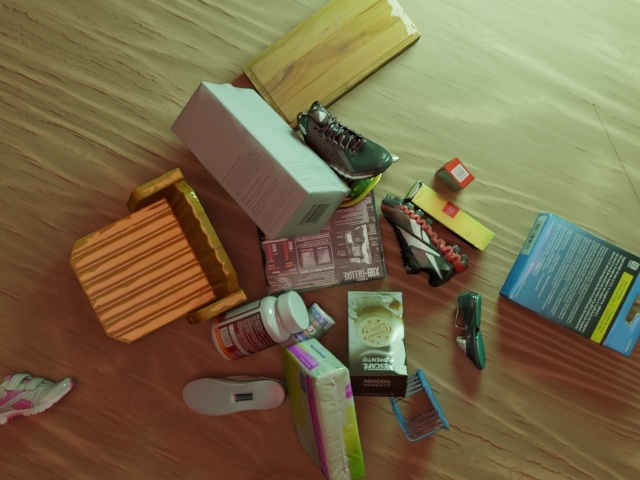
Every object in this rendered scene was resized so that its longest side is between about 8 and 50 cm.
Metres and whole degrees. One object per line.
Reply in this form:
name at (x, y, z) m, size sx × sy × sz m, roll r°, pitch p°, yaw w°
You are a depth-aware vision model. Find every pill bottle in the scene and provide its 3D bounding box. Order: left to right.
pill bottle at (-0.149, 0.209, 1.794) m, size 0.221 × 0.121 × 0.121 m, roll -22°, pitch 91°, yaw 17°
pill bottle at (-0.036, 0.231, 1.842) m, size 0.137 × 0.078 × 0.078 m, roll -45°, pitch 91°, yaw 1°

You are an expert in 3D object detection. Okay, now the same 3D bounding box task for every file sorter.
file sorter at (0.238, 0.411, 1.801) m, size 0.105 × 0.170 × 0.118 m, roll -27°, pitch 91°, yaw 3°

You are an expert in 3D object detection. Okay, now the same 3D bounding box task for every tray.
tray at (0.027, -0.471, 1.830) m, size 0.411 × 0.076 × 0.202 m, roll -36°, pitch 91°, yaw 2°

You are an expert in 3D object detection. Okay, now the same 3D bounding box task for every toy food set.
toy food set at (0.082, -0.181, 1.787) m, size 0.128 × 0.071 × 0.218 m, roll 34°, pitch 67°, yaw 24°

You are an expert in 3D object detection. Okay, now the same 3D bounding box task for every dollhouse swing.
dollhouse swing at (-0.414, 0.064, 1.745) m, size 0.305 × 0.315 × 0.346 m, roll -27°, pitch 92°, yaw -20°

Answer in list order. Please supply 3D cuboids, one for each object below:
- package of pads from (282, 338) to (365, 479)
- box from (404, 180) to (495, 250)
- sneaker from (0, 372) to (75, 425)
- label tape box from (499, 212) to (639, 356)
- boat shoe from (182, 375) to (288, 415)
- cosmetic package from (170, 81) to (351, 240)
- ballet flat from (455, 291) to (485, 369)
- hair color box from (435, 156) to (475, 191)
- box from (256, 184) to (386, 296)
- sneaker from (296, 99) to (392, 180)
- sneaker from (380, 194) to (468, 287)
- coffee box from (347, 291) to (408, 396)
package of pads at (0.002, 0.405, 1.743) m, size 0.101 × 0.229 × 0.296 m, roll -14°, pitch 107°, yaw -20°
box at (0.323, -0.061, 1.833) m, size 0.232 × 0.087 × 0.058 m, roll 36°, pitch 91°, yaw 0°
sneaker at (-0.749, 0.386, 1.832) m, size 0.253 × 0.103 × 0.111 m, roll -19°, pitch 93°, yaw 0°
label tape box at (0.659, 0.110, 1.826) m, size 0.334 × 0.106 × 0.240 m, roll 27°, pitch 91°, yaw -1°
boat shoe at (-0.212, 0.386, 1.842) m, size 0.268 × 0.088 × 0.096 m, roll -8°, pitch 86°, yaw 10°
cosmetic package at (-0.140, -0.191, 1.701) m, size 0.385 × 0.217 × 0.156 m, roll 46°, pitch 114°, yaw 19°
ballet flat at (0.380, 0.230, 1.853) m, size 0.074 × 0.074 × 0.203 m, roll -6°, pitch 97°, yaw 0°
hair color box at (0.334, -0.163, 1.802) m, size 0.043 × 0.141 × 0.072 m, roll -42°, pitch 91°, yaw 0°
box at (0.000, 0.000, 1.838) m, size 0.308 × 0.076 × 0.242 m, roll -10°, pitch 91°, yaw 0°
sneaker at (0.035, -0.244, 1.708) m, size 0.106 × 0.281 × 0.162 m, roll -48°, pitch 133°, yaw -20°
sneaker at (0.238, 0.009, 1.827) m, size 0.276 × 0.097 × 0.135 m, roll 45°, pitch 89°, yaw -2°
coffee box at (0.135, 0.249, 1.764) m, size 0.141 × 0.098 × 0.246 m, roll 0°, pitch 48°, yaw 0°
